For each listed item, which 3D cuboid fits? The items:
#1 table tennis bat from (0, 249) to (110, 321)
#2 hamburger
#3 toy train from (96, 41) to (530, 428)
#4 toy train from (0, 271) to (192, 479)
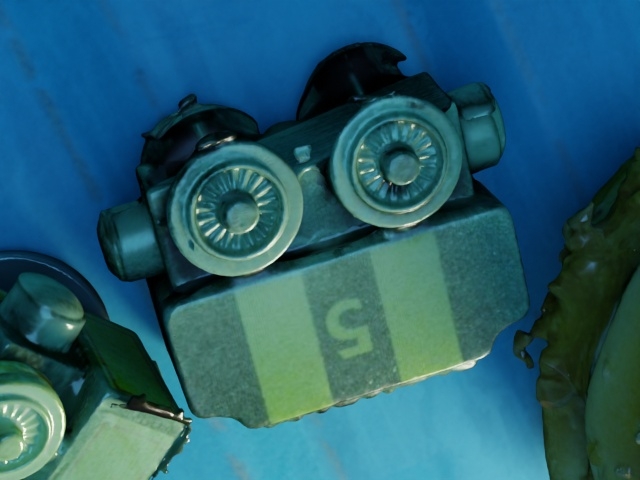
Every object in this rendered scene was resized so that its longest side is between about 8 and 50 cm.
[{"bbox_3d":[-0.269,0.082,1.325,0.237,0.038,0.149,-5,111,-13],"label":"table tennis bat"},{"bbox_3d":[0.315,0.037,1.306,0.445,0.268,0.287,-42,107,2],"label":"hamburger"},{"bbox_3d":[0.000,0.000,1.293,0.299,0.167,0.238,-17,111,-5],"label":"toy train"},{"bbox_3d":[-0.228,0.153,1.267,0.188,0.159,0.271,26,105,-35],"label":"toy train"}]
